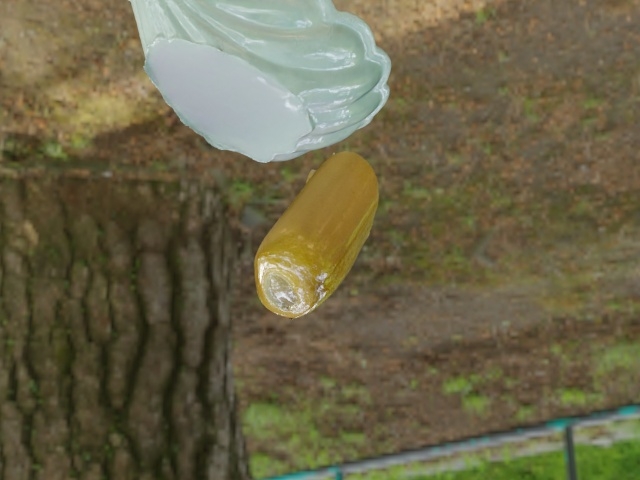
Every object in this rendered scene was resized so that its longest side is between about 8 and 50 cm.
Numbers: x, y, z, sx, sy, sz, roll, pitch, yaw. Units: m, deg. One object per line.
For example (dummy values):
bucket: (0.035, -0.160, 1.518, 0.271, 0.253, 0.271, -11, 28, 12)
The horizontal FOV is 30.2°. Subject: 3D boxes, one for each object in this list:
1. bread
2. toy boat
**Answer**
bread: (0.001, 0.000, 0.727, 0.049, 0.103, 0.062, 18, 137, 19)
toy boat: (-0.066, -0.153, 1.054, 0.199, 0.100, 0.290, -25, 131, 38)
